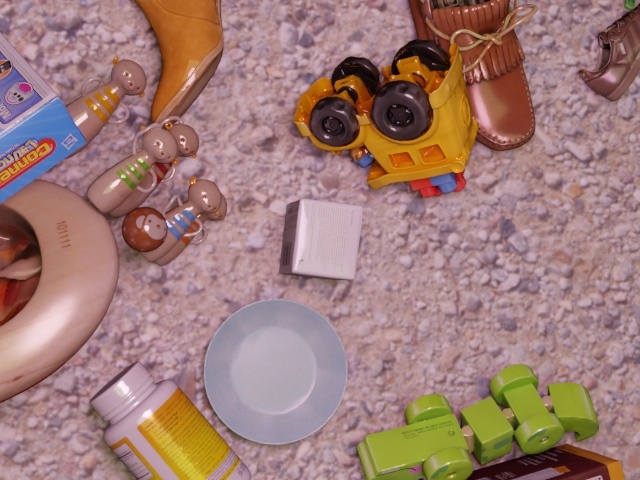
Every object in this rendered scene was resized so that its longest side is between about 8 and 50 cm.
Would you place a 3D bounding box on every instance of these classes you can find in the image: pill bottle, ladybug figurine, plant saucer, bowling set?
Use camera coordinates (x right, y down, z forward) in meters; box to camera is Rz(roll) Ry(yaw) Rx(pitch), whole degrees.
[{"bbox_3d":[-0.196,0.262,1.596,0.117,0.117,0.215,-40,96,-10],"label":"pill bottle"},{"bbox_3d":[-0.458,0.086,1.504,0.449,0.162,0.305,-15,62,-6],"label":"ladybug figurine"},{"bbox_3d":[-0.062,0.175,1.667,0.195,0.037,0.195,1,87,-11],"label":"plant saucer"},{"bbox_3d":[-0.189,-0.064,1.526,0.154,0.200,0.287,-42,129,-3],"label":"bowling set"}]

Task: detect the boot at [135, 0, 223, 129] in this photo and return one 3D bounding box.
[{"bbox_3d":[-0.213,-0.311,1.636,0.211,0.104,0.295,31,80,-2],"label":"boot"}]

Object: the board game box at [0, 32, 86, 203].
[{"bbox_3d":[-0.484,-0.133,1.480,0.302,0.086,0.308,-37,52,-10],"label":"board game box"}]

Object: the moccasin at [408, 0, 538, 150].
[{"bbox_3d":[0.206,-0.306,1.684,0.139,0.147,0.380,-14,90,-11],"label":"moccasin"}]

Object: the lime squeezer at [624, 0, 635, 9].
[{"bbox_3d":[0.492,-0.479,1.773,0.059,0.110,0.310,16,104,-27],"label":"lime squeezer"}]

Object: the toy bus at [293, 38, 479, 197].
[{"bbox_3d":[0.103,-0.139,1.657,0.220,0.149,0.211,-9,123,25],"label":"toy bus"}]

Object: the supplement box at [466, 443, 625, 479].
[{"bbox_3d":[0.290,0.367,1.649,0.194,0.191,0.129,-14,90,-11],"label":"supplement box"}]

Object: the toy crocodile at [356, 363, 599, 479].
[{"bbox_3d":[0.217,0.263,1.691,0.341,0.105,0.115,-17,49,-11],"label":"toy crocodile"}]

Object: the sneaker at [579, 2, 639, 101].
[{"bbox_3d":[0.438,-0.294,1.771,0.071,0.066,0.188,30,82,-8],"label":"sneaker"}]

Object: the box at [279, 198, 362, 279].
[{"bbox_3d":[0.000,0.000,1.653,0.087,0.101,0.102,8,86,-11],"label":"box"}]
